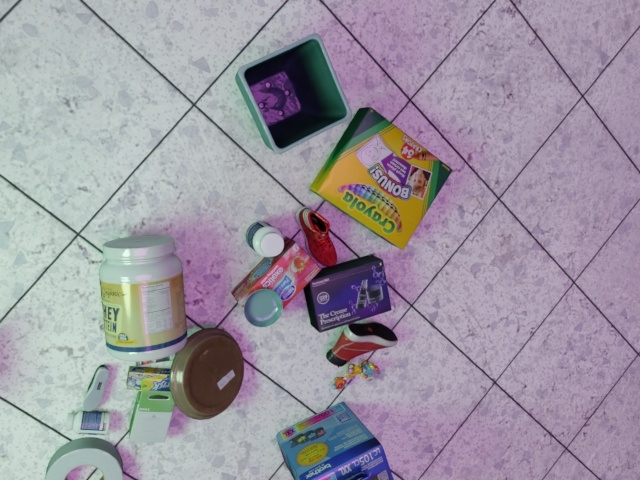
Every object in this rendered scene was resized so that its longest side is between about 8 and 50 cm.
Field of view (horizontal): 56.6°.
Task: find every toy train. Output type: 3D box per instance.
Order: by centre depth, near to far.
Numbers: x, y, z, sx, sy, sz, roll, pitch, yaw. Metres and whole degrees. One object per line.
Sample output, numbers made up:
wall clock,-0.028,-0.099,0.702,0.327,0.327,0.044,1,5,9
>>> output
toy train,0.116,0.458,2.038,0.166,0.046,0.125,-8,140,-26

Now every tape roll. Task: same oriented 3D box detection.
tape roll,-0.708,0.708,1.783,0.219,0.072,0.219,-3,101,-18

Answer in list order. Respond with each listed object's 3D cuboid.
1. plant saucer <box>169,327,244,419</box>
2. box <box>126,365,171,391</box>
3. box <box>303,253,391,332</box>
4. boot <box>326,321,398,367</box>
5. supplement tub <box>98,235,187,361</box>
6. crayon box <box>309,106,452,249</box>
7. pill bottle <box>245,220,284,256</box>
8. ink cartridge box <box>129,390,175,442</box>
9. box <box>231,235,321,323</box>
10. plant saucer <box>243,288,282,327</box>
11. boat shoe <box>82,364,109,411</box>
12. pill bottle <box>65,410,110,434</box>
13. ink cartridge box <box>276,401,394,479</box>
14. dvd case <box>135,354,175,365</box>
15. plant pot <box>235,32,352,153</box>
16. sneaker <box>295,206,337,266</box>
plant saucer,-0.332,0.406,1.807,0.278,0.041,0.278,2,87,-49
box,-0.502,0.424,1.813,0.168,0.054,0.059,9,97,-21
box,0.085,0.171,1.950,0.261,0.103,0.184,-16,102,-16
boot,0.138,0.365,2.022,0.244,0.088,0.176,11,124,-38
supplement tub,-0.498,0.156,1.673,0.228,0.228,0.316,-5,101,-18
crayon box,0.198,-0.196,1.918,0.363,0.106,0.313,32,88,-21
pill bottle,-0.165,-0.001,1.792,0.094,0.169,0.094,-3,101,-18
ink cartridge box,-0.504,0.512,1.789,0.109,0.062,0.209,10,117,-21
box,-0.139,0.125,1.849,0.257,0.122,0.128,-46,111,-6
plant saucer,-0.173,0.199,1.773,0.119,0.021,0.119,-4,103,-18
boat shoe,-0.666,0.438,1.766,0.049,0.040,0.142,23,92,-30
pill bottle,-0.690,0.541,1.761,0.120,0.067,0.067,10,96,-21
ink cartridge box,0.047,0.696,1.870,0.270,0.395,0.151,-22,106,-15
dvd case,-0.507,0.333,1.817,0.119,0.013,0.087,-6,102,-17
plant pot,-0.100,-0.410,1.698,0.247,0.252,0.247,-29,107,-12
sneaker,0.000,0.000,1.873,0.087,0.128,0.221,-37,109,-10
